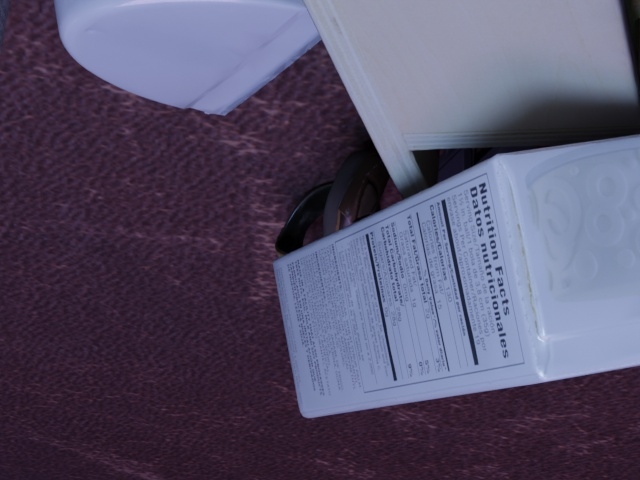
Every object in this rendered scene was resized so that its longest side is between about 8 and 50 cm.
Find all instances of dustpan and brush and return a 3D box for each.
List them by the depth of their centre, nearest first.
[{"bbox_3d":[-0.114,-0.135,0.950,0.211,0.060,0.147,10,157,-28],"label":"dustpan and brush"}]

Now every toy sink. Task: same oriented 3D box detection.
[{"bbox_3d":[0.080,-0.129,0.775,0.131,0.153,0.234,-1,156,15],"label":"toy sink"}]

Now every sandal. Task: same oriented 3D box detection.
[{"bbox_3d":[0.000,0.000,1.199,0.060,0.090,0.219,22,160,5],"label":"sandal"}]

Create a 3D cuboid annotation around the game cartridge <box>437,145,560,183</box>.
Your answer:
[{"bbox_3d":[0.206,-0.067,1.026,0.196,0.060,0.294,8,158,-16],"label":"game cartridge"}]

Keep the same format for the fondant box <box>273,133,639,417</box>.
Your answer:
[{"bbox_3d":[0.138,0.016,0.879,0.238,0.096,0.330,-9,176,-18],"label":"fondant box"}]

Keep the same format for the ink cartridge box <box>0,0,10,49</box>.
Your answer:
[{"bbox_3d":[-0.194,-0.156,0.689,0.158,0.218,0.092,3,157,5],"label":"ink cartridge box"}]
